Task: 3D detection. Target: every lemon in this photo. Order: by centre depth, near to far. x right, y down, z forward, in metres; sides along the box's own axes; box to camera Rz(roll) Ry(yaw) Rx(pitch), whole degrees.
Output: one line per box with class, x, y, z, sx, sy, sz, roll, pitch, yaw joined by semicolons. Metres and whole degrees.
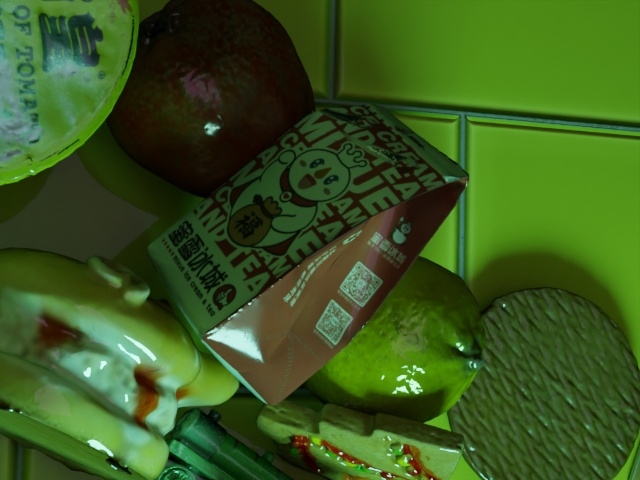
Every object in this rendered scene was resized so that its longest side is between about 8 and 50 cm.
lemon;0.071;0.105;1.383;0.192;0.231;0.192;-16;112;-46

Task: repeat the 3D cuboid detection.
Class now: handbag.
handbag;0.000;0.000;1.281;0.298;0.171;0.151;-38;134;-2

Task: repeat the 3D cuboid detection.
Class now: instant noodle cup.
instant noodle cup;-0.355;-0.194;1.243;0.326;0.254;0.325;2;85;-18

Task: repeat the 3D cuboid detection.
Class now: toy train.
toy train;-0.075;0.279;1.388;0.251;0.085;0.119;38;69;-14

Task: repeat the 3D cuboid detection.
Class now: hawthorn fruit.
hawthorn fruit;-0.099;-0.127;1.360;0.210;0.210;0.262;-44;115;-17

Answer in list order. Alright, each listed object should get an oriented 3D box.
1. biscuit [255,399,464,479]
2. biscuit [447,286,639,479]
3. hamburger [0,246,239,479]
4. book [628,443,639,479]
biscuit;0.049;0.223;1.355;0.212;0.239;0.041;42;54;-35
biscuit;0.263;0.183;1.530;0.262;0.037;0.261;2;84;-18
hamburger;-0.225;0.120;1.262;0.303;0.261;0.186;34;71;-21
book;0.468;0.276;1.603;0.172;0.012;0.118;25;78;-15
